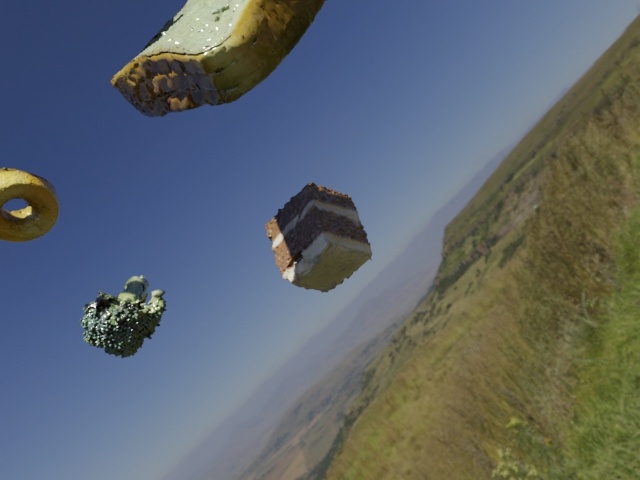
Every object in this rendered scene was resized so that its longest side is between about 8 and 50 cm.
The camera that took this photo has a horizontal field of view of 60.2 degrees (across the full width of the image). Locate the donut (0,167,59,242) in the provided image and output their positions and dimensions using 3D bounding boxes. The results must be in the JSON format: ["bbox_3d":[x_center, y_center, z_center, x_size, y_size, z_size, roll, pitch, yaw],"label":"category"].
[{"bbox_3d":[-0.639,-0.066,1.167,0.178,0.065,0.162,8,-65,-47],"label":"donut"}]

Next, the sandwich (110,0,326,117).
[{"bbox_3d":[-0.118,-0.269,0.689,0.251,0.226,0.087,-59,-43,-26],"label":"sandwich"}]

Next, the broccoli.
[{"bbox_3d":[-0.314,0.108,0.911,0.204,0.118,0.123,-108,37,-70],"label":"broccoli"}]

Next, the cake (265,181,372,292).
[{"bbox_3d":[0.000,0.000,0.959,0.134,0.147,0.135,11,-47,-45],"label":"cake"}]
